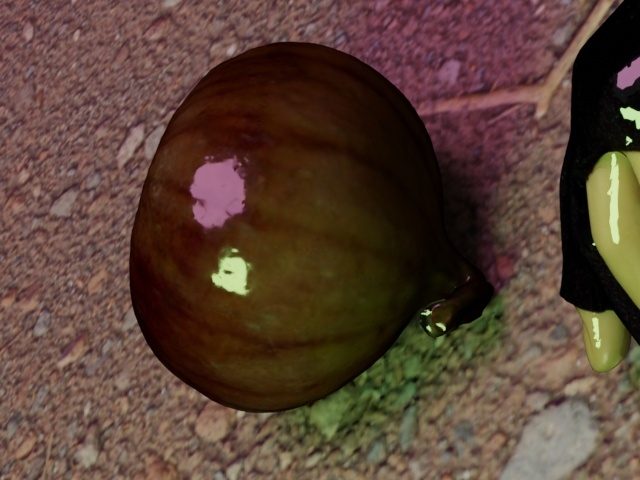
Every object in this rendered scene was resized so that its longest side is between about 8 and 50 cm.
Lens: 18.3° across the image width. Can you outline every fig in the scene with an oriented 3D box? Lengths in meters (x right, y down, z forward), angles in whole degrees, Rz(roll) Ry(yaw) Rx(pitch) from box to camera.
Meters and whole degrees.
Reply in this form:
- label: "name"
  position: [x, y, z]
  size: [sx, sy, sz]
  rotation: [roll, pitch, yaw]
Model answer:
- label: "fig"
  position: [-0.017, -0.005, 1.241]
  size: [0.235, 0.214, 0.235]
  rotation: [-173, 90, -71]

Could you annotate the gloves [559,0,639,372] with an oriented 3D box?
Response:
- label: "gloves"
  position: [0.197, -0.053, 0.999]
  size: [0.152, 0.197, 0.301]
  rotation: [20, 118, 21]
